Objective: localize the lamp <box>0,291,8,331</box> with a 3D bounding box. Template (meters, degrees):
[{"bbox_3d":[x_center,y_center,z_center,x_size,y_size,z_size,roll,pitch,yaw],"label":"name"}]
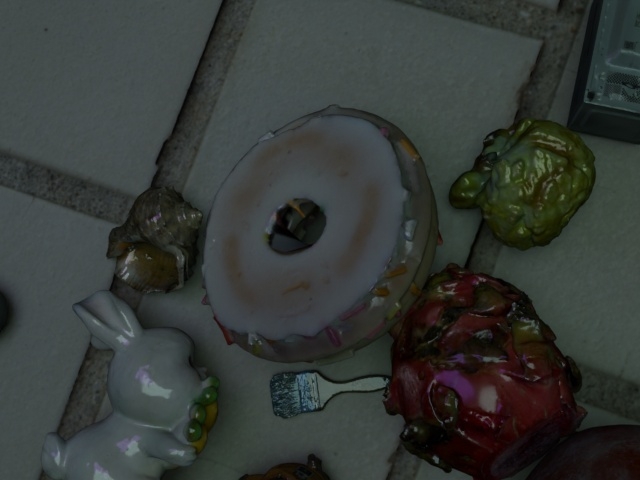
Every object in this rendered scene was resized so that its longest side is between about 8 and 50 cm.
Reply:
[{"bbox_3d":[-0.539,0.113,1.370,0.105,0.105,0.105,-1,85,6],"label":"lamp"}]

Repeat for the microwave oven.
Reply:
[{"bbox_3d":[0.443,-0.261,1.268,0.122,0.162,0.208,12,82,7],"label":"microwave oven"}]

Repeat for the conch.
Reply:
[{"bbox_3d":[-0.252,0.007,1.335,0.207,0.130,0.155,-23,65,26],"label":"conch"}]

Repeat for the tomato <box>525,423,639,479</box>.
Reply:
[{"bbox_3d":[0.393,0.384,1.102,0.316,0.317,0.283,17,50,7],"label":"tomato"}]

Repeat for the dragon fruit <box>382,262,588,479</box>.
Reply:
[{"bbox_3d":[0.200,0.173,1.214,0.269,0.250,0.291,-32,59,-5],"label":"dragon fruit"}]

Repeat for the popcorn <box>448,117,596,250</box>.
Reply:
[{"bbox_3d":[0.284,-0.082,1.268,0.212,0.198,0.198,12,86,41],"label":"popcorn"}]

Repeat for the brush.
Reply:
[{"bbox_3d":[0.021,0.225,1.340,0.196,0.021,0.070,-8,86,5],"label":"brush"}]

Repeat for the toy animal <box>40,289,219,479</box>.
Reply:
[{"bbox_3d":[-0.270,0.243,1.288,0.247,0.183,0.310,14,87,7],"label":"toy animal"}]

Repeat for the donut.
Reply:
[{"bbox_3d":[0.000,0.000,1.239,0.382,0.142,0.383,-16,61,30],"label":"donut"}]

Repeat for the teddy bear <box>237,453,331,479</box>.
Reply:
[{"bbox_3d":[-0.046,0.380,1.251,0.177,0.190,0.140,30,95,13],"label":"teddy bear"}]
